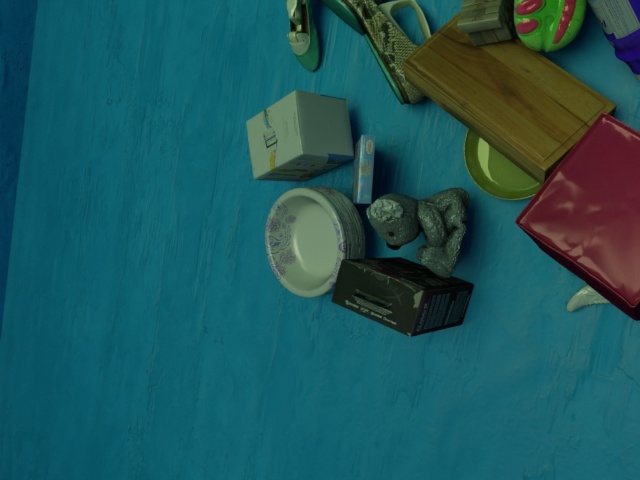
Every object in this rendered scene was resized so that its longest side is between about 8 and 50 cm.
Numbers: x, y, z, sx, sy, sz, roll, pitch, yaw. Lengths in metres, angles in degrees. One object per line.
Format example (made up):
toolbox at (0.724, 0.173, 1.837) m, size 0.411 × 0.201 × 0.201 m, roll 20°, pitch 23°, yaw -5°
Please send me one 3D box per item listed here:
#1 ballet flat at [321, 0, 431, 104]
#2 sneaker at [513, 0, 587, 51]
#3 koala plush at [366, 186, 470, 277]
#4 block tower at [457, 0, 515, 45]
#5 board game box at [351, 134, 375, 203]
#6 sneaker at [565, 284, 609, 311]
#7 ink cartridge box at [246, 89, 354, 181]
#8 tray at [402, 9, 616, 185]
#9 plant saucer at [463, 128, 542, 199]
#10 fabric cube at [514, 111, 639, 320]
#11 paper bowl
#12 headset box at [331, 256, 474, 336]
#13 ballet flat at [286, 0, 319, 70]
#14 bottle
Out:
ballet flat at (0.149, -0.553, 1.620) m, size 0.182 × 0.164 × 0.483 m, roll -37°, pitch 73°, yaw 7°
sneaker at (0.485, -0.632, 1.309) m, size 0.185 × 0.202 × 0.483 m, roll 15°, pitch 109°, yaw 9°
koala plush at (0.213, -0.045, 1.491) m, size 0.221 × 0.196 × 0.203 m, roll 16°, pitch 94°, yaw 3°
block tower at (0.377, -0.576, 1.397) m, size 0.091 × 0.097 × 0.335 m, roll 1°, pitch 66°, yaw 36°
board game box at (0.104, -0.169, 1.608) m, size 0.039 × 0.211 × 0.160 m, roll 4°, pitch 93°, yaw 0°
sneaker at (0.578, 0.110, 1.343) m, size 0.152 × 0.054 × 0.061 m, roll -43°, pitch 69°, yaw 28°
ink cartridge box at (-0.057, -0.264, 1.706) m, size 0.233 × 0.171 × 0.168 m, roll -18°, pitch 76°, yaw 51°
tray at (0.391, -0.321, 1.391) m, size 0.203 × 0.076 × 0.411 m, roll -42°, pitch 63°, yaw -5°
plant saucer at (0.440, -0.209, 1.455) m, size 0.241 × 0.037 × 0.241 m, roll 0°, pitch 90°, yaw 35°
fabric cube at (0.560, -0.033, 1.200) m, size 0.259 × 0.258 × 0.254 m, roll 43°, pitch 99°, yaw 28°
paper bowl at (0.000, 0.000, 1.694) m, size 0.284 × 0.148 × 0.284 m, roll 7°, pitch 101°, yaw 43°
headset box at (0.183, 0.121, 1.484) m, size 0.218 × 0.293 × 0.110 m, roll 21°, pitch 102°, yaw 34°
ballet flat at (-0.059, -0.583, 1.757) m, size 0.083 × 0.087 × 0.247 m, roll 6°, pitch 109°, yaw 36°
bottle at (0.573, -0.425, 1.224) m, size 0.092 × 0.283 × 0.118 m, roll -29°, pitch 33°, yaw 27°
